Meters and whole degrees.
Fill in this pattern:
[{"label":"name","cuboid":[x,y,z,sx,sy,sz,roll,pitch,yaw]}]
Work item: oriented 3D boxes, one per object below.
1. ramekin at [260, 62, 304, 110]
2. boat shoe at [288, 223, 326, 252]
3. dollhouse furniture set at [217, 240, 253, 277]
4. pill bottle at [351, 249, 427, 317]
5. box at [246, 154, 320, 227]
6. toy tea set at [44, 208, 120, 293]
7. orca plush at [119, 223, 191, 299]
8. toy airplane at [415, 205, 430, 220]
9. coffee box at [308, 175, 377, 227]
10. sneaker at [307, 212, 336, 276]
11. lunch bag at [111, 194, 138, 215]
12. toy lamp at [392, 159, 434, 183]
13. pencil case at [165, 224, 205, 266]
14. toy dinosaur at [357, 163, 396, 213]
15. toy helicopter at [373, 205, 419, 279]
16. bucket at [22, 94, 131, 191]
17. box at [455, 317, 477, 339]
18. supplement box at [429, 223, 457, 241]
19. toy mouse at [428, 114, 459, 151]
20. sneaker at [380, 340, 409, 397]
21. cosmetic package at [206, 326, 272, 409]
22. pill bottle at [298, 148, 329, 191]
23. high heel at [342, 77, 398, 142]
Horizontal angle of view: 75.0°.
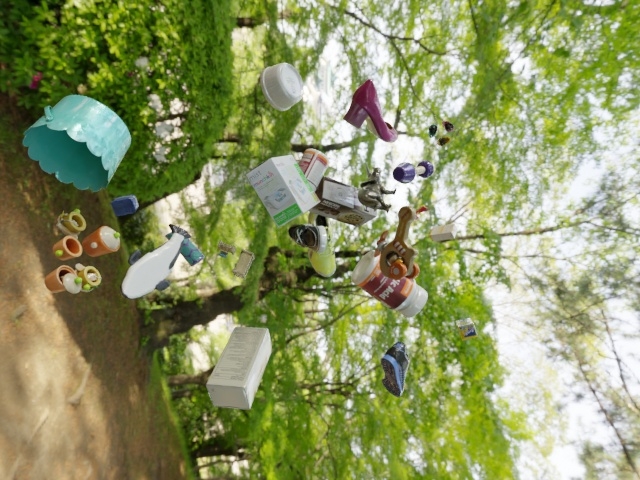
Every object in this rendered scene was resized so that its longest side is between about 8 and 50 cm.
[{"label":"ramekin","cuboid":[-0.169,-0.719,1.937,0.207,0.109,0.206,20,64,-50]},{"label":"boat shoe","cuboid":[-0.060,-0.018,1.669,0.301,0.102,0.108,-147,-120,-68]},{"label":"dollhouse furniture set","cuboid":[-0.458,0.105,2.184,0.129,0.184,0.129,107,4,-72]},{"label":"pill bottle","cuboid":[0.387,0.249,2.329,0.224,0.392,0.224,-52,-169,14]},{"label":"box","cuboid":[-0.138,-0.196,1.602,0.230,0.127,0.262,60,19,-5]},{"label":"toy tea set","cuboid":[-0.753,0.042,1.351,0.200,0.125,0.335,56,15,-49]},{"label":"orca plush","cuboid":[-0.550,0.070,1.352,0.102,0.151,0.286,-13,-129,46]},{"label":"toy airplane","cuboid":[0.465,-0.130,2.040,0.151,0.152,0.028,107,-33,-69]},{"label":"coffee box","cuboid":[0.102,-0.177,1.971,0.168,0.298,0.118,-31,-132,56]},{"label":"sneaker","cuboid":[0.000,0.000,2.175,0.147,0.145,0.383,116,-36,-79]},{"label":"lunch bag","cuboid":[-0.797,-0.143,1.696,0.065,0.099,0.067,-114,-166,-67]},{"label":"toy lamp","cuboid":[0.335,-0.248,1.508,0.275,0.080,0.080,-18,110,-54]},{"label":"pencil case","cuboid":[-0.493,0.023,1.523,0.151,0.065,0.070,52,-7,-10]},{"label":"toy dinosaur","cuboid":[0.211,-0.173,1.673,0.313,0.161,0.120,-62,171,-49]},{"label":"toy helicopter","cuboid":[0.361,0.006,1.966,0.235,0.140,0.354,22,-76,42]},{"label":"bucket","cuboid":[-0.773,-0.316,1.347,0.281,0.282,0.182,97,6,-55]},{"label":"box","cuboid":[0.551,0.333,1.577,0.169,0.059,0.054,11,64,-75]},{"label":"supplement box","cuboid":[0.515,-0.033,1.745,0.036,0.099,0.062,59,44,-25]},{"label":"toy mouse","cuboid":[0.551,-0.509,1.919,0.143,0.161,0.031,62,8,-7]},{"label":"sneaker","cuboid":[0.251,0.421,1.356,0.082,0.090,0.232,28,-35,34]},{"label":"cosmetic package","cuboid":[-0.302,0.482,1.606,0.296,0.154,0.129,-69,157,-56]},{"label":"pill bottle","cuboid":[-0.058,-0.280,1.828,0.221,0.121,0.121,-64,-178,-12]},{"label":"high heel","cuboid":[0.255,-0.521,1.720,0.127,0.378,0.181,45,-66,27]}]
